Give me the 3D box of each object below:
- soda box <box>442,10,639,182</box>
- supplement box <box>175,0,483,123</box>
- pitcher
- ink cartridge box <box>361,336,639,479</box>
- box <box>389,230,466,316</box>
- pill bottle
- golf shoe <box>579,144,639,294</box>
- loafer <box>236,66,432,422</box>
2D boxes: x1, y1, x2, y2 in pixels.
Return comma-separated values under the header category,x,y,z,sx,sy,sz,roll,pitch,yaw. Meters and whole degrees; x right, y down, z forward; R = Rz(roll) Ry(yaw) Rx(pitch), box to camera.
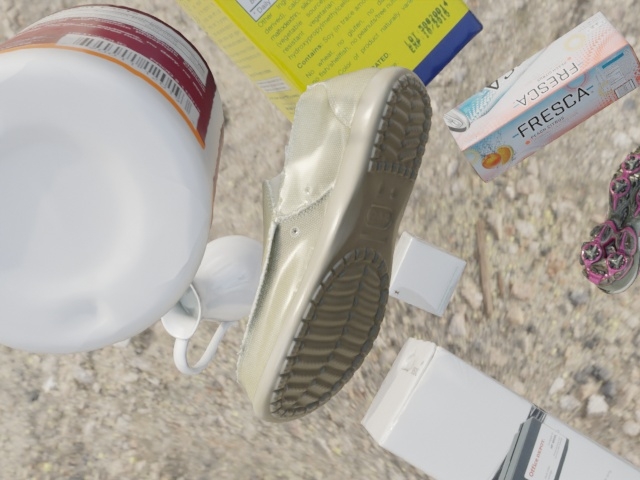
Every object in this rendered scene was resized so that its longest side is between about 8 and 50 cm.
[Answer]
category,x,y,z,sx,sy,sz,roll,pitch,yaw
soda box,0.215,-0.137,0.936,0.183,0.058,0.063,-33,43,13
supplement box,-0.035,-0.286,1.041,0.194,0.195,0.356,-46,106,-6
pitcher,-0.153,0.091,1.440,0.125,0.207,0.178,8,109,31
ink cartridge box,0.273,0.317,1.425,0.395,0.285,0.166,32,84,0
box,0.163,0.053,1.554,0.102,0.087,0.101,24,95,-6
pill bottle,-0.198,-0.084,0.840,0.224,0.392,0.224,-1,110,-3
golf shoe,0.348,-0.029,1.059,0.067,0.086,0.186,31,92,38
loafer,0.000,0.000,0.706,0.092,0.102,0.269,20,89,38
